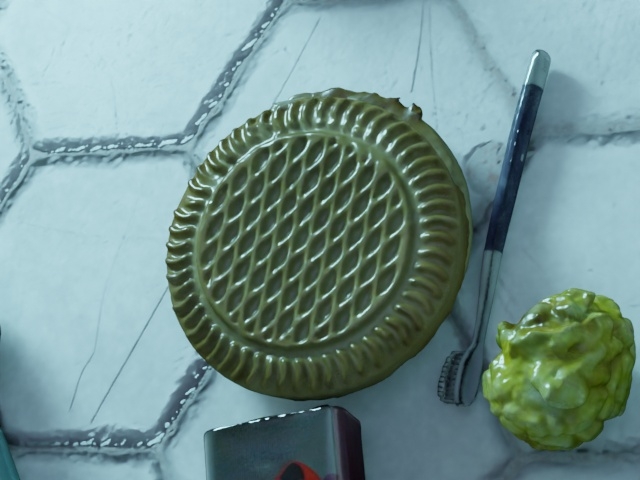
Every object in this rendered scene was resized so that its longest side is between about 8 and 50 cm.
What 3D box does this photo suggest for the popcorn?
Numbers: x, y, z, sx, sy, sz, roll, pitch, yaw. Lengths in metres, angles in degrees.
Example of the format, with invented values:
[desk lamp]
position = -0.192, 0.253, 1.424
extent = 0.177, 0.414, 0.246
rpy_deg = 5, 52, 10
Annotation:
[popcorn]
position = 0.165, 0.089, 1.346
extent = 0.106, 0.116, 0.121
rpy_deg = 10, 74, 43

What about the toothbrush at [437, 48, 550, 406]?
[toothbrush]
position = 0.135, -0.011, 1.447
extent = 0.026, 0.024, 0.288
rpy_deg = 4, 73, 37

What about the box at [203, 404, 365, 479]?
[box]
position = -0.020, 0.240, 1.386
extent = 0.120, 0.069, 0.224
rpy_deg = -14, 66, 17

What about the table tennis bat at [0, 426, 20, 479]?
[table tennis bat]
position = -0.225, 0.237, 1.487
extent = 0.149, 0.038, 0.237
rpy_deg = -33, 65, 8

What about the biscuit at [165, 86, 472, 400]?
[biscuit]
position = 0.000, 0.000, 1.462
extent = 0.259, 0.079, 0.259
rpy_deg = -7, 69, 20
